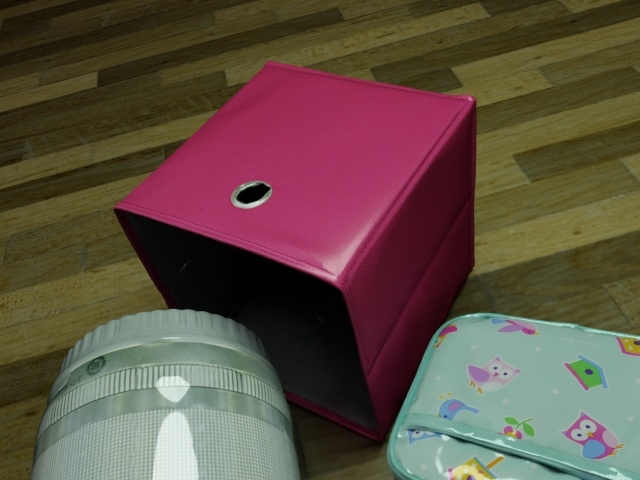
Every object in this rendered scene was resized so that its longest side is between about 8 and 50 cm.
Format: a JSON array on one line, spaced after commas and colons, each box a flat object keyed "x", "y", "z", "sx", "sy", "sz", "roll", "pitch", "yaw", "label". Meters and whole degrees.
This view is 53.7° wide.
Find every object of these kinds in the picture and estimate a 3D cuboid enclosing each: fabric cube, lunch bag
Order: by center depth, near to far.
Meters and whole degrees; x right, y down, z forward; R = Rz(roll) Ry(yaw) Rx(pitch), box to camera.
[{"x": 0.207, "y": 0.173, "z": 0.523, "sx": 0.279, "sy": 0.108, "sz": 0.224, "roll": 7, "pitch": 36, "yaw": 28, "label": "lunch bag"}, {"x": 0.000, "y": 0.000, "z": 0.667, "sx": 0.254, "sy": 0.259, "sz": 0.258, "roll": 18, "pitch": 54, "yaw": 29, "label": "fabric cube"}]

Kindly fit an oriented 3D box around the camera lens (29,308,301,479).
[{"x": -0.122, "y": 0.223, "z": 0.512, "sx": 0.219, "sy": 0.219, "sz": 0.274, "roll": -14, "pitch": 46, "yaw": 0, "label": "camera lens"}]
